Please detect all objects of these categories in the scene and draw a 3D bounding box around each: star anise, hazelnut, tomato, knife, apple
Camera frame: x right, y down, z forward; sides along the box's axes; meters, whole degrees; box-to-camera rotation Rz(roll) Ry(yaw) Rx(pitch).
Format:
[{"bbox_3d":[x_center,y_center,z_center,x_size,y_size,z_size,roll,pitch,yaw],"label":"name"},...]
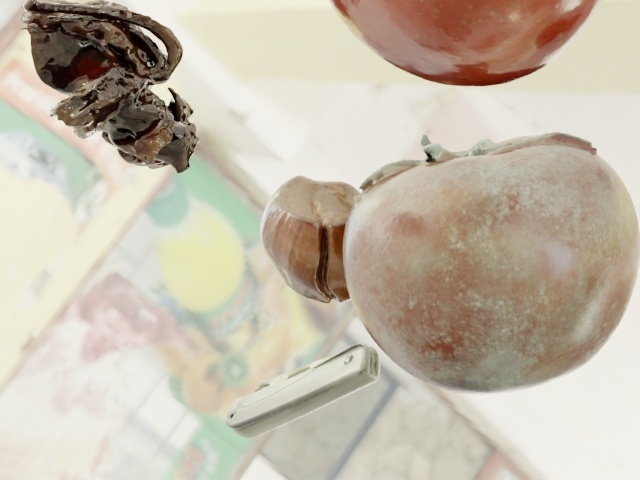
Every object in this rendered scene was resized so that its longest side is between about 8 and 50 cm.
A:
[{"bbox_3d":[-0.183,-0.145,1.386,0.220,0.126,0.190,-37,106,-80],"label":"star anise"},{"bbox_3d":[0.000,0.000,1.718,0.154,0.143,0.143,25,-19,24],"label":"hazelnut"},{"bbox_3d":[0.181,0.015,1.566,0.317,0.317,0.282,0,-76,64],"label":"tomato"},{"bbox_3d":[-0.024,0.192,1.900,0.041,0.073,0.265,34,-42,-30],"label":"knife"},{"bbox_3d":[0.118,-0.254,1.138,0.216,0.260,0.260,22,-14,-9],"label":"apple"}]
